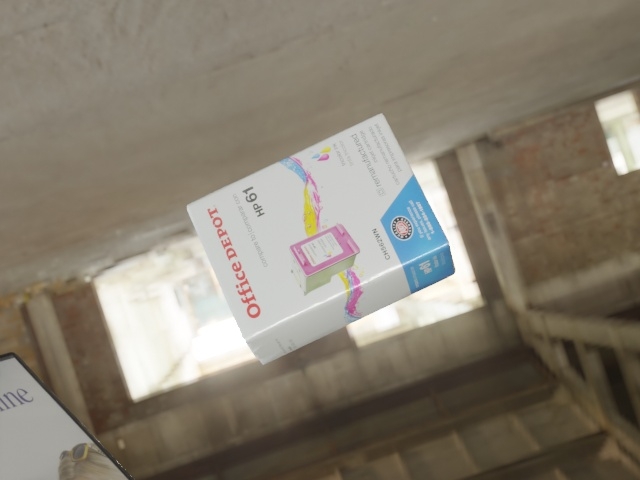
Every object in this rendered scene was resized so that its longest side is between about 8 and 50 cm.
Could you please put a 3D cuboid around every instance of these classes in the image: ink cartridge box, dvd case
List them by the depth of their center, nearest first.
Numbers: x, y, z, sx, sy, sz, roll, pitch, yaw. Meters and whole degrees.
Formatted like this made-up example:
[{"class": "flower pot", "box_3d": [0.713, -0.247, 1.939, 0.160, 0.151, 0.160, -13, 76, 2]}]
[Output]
[{"class": "ink cartridge box", "box_3d": [0.000, 0.000, 0.689, 0.122, 0.088, 0.052, -26, 159, 1]}, {"class": "dvd case", "box_3d": [-0.200, 0.183, 0.873, 0.022, 0.253, 0.180, -56, 160, 24]}]
